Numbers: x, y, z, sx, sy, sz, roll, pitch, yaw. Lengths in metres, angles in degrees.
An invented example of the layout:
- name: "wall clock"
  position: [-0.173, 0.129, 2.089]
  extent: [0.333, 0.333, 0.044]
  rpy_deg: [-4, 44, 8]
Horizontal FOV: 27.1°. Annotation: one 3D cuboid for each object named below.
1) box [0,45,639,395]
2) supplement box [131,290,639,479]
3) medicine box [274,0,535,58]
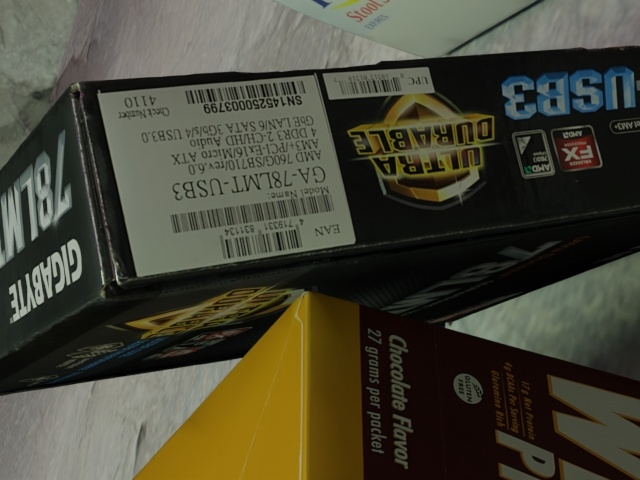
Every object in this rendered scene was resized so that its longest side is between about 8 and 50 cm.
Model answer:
- name: "box"
  position: [0.000, 0.000, 0.564]
  extent: [0.295, 0.293, 0.073]
  rpy_deg: [-27, 71, 60]
- name: "supplement box"
  position: [0.039, 0.139, 0.491]
  extent: [0.191, 0.194, 0.129]
  rpy_deg: [-48, 33, 47]
- name: "medicine box"
  position: [0.090, -0.288, 0.753]
  extent: [0.263, 0.149, 0.289]
  rpy_deg: [-22, 55, 64]
